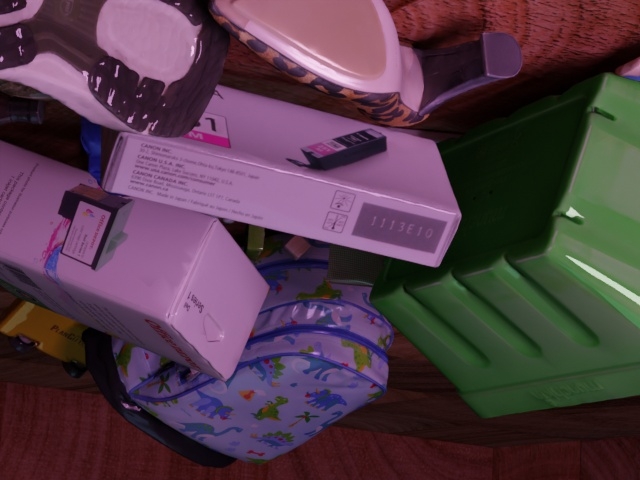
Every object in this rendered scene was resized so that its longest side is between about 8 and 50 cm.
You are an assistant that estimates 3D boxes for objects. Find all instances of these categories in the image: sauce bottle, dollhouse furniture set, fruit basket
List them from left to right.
[{"bbox_3d":[-0.319,-0.122,1.541,0.128,0.042,0.042,2,167,8],"label":"sauce bottle"},{"bbox_3d":[0.000,0.000,1.685,0.152,0.076,0.058,6,166,-7],"label":"dollhouse furniture set"},{"bbox_3d":[0.285,0.025,1.469,0.392,0.283,0.392,18,160,7],"label":"fruit basket"}]

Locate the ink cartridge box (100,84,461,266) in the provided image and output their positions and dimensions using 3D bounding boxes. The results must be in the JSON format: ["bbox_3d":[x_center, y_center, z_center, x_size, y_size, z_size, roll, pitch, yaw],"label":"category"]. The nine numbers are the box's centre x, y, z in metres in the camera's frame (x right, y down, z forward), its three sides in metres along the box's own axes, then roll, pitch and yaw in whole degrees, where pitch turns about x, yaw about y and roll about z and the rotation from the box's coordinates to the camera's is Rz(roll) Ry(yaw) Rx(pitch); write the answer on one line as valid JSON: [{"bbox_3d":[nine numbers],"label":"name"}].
[{"bbox_3d":[-0.039,-0.088,1.358,0.275,0.060,0.239,13,-150,-15],"label":"ink cartridge box"}]

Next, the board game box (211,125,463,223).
[{"bbox_3d":[-0.049,-0.050,1.762,0.390,0.050,0.390,5,167,-6],"label":"board game box"}]

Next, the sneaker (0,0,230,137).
[{"bbox_3d":[-0.250,-0.170,1.119,0.182,0.158,0.410,9,170,38],"label":"sneaker"}]

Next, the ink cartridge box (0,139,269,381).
[{"bbox_3d":[-0.213,0.019,1.689,0.278,0.117,0.201,20,165,21],"label":"ink cartridge box"}]

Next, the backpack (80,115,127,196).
[{"bbox_3d":[-0.149,-0.091,1.506,0.120,0.101,0.098,0,174,2],"label":"backpack"}]

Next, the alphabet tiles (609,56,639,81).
[{"bbox_3d":[0.368,-0.126,1.377,0.278,0.021,0.284,6,167,-23],"label":"alphabet tiles"}]

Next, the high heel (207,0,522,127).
[{"bbox_3d":[-0.001,-0.136,1.285,0.261,0.093,0.186,8,168,-31],"label":"high heel"}]

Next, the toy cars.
[{"bbox_3d":[-0.235,0.088,2.228,0.394,0.087,0.176,-8,133,-16],"label":"toy cars"}]

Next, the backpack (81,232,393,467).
[{"bbox_3d":[-0.073,0.136,2.085,0.355,0.273,0.290,-40,130,15],"label":"backpack"}]
